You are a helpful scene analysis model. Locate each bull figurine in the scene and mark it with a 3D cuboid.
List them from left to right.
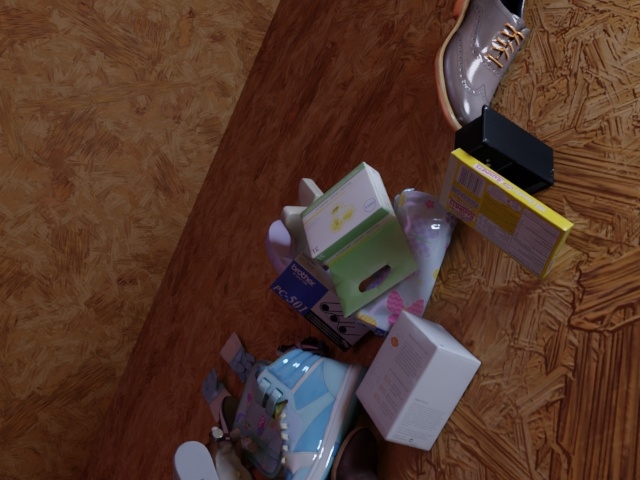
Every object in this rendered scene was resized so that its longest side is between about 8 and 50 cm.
[{"bbox_3d":[-0.157,0.516,1.152,0.310,0.101,0.188,56,141,31],"label":"bull figurine"}]

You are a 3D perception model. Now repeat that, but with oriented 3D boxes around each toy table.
[{"bbox_3d":[0.000,0.000,1.289,0.274,0.252,0.161,45,124,27],"label":"toy table"}]

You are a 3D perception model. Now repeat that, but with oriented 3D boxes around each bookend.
[{"bbox_3d":[0.264,-0.122,0.947,0.156,0.157,0.072,-29,43,51],"label":"bookend"}]

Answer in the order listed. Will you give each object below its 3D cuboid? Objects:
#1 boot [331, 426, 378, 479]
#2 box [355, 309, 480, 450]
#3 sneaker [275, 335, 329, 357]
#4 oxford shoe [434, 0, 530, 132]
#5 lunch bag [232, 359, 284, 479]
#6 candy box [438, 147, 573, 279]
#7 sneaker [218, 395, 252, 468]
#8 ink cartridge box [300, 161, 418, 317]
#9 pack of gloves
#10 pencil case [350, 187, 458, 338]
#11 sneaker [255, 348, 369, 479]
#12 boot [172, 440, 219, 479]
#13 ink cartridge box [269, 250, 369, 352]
[{"bbox_3d":[0.107,0.422,0.909,0.207,0.090,0.248,-13,53,44],"label":"boot"},{"bbox_3d":[0.153,0.224,0.943,0.170,0.091,0.130,-62,25,10],"label":"box"},{"bbox_3d":[-0.032,0.254,1.324,0.178,0.072,0.077,3,59,55],"label":"sneaker"},{"bbox_3d":[0.312,-0.366,1.104,0.132,0.130,0.364,-11,60,51],"label":"oxford shoe"},{"bbox_3d":[-0.090,0.385,1.256,0.279,0.108,0.224,-1,68,62],"label":"lunch bag"},{"bbox_3d":[0.264,-0.042,0.861,0.206,0.027,0.105,43,151,31],"label":"candy box"},{"bbox_3d":[-0.248,0.520,1.473,0.163,0.086,0.226,-53,29,20],"label":"sneaker"},{"bbox_3d":[0.060,-0.004,1.051,0.171,0.056,0.235,-37,45,24],"label":"ink cartridge box"},{"bbox_3d":[-0.255,0.393,1.670,0.195,0.046,0.232,-55,28,-3],"label":"pack of gloves"},{"bbox_3d":[0.154,0.047,1.058,0.113,0.124,0.273,46,-115,-73],"label":"pencil case"},{"bbox_3d":[-0.056,0.346,1.062,0.127,0.208,0.319,82,-149,-58],"label":"sneaker"},{"bbox_3d":[-0.213,0.512,1.081,0.123,0.095,0.258,107,146,-46],"label":"boot"},{"bbox_3d":[0.006,0.125,1.185,0.097,0.207,0.046,-48,1,33],"label":"ink cartridge box"}]
